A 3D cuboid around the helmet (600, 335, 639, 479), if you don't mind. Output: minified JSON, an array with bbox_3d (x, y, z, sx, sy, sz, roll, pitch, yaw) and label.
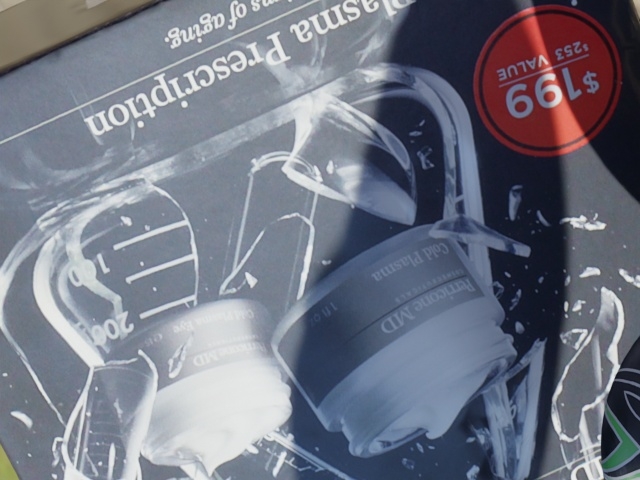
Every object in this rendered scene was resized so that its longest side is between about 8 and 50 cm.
[{"bbox_3d":[0.192,0.081,0.686,0.169,0.161,0.169,5,99,35],"label":"helmet"}]

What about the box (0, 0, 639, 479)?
[{"bbox_3d":[0.000,0.000,0.864,0.179,0.343,0.312,-118,3,-71],"label":"box"}]
